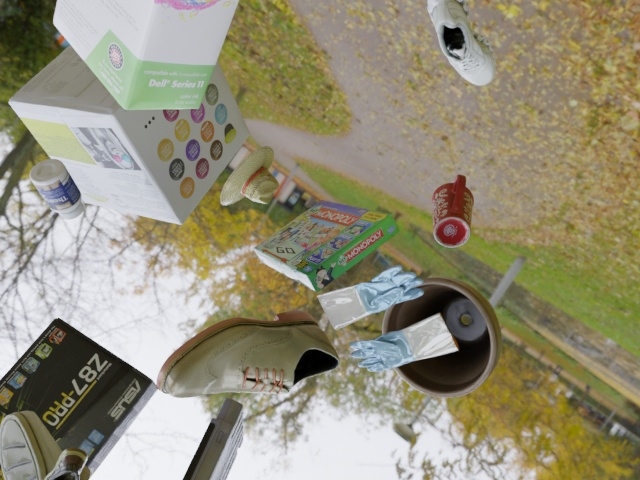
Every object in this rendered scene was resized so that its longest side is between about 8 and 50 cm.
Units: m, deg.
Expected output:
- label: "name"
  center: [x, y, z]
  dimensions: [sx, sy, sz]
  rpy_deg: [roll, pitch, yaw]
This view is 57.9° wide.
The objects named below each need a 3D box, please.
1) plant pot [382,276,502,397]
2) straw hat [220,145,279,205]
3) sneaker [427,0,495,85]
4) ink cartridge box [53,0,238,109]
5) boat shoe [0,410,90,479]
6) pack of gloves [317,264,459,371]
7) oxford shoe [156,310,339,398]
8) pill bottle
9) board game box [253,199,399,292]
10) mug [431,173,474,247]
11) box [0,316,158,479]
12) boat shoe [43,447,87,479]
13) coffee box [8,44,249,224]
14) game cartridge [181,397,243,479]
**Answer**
- label: "plant pot"
  center: [0.305, 0.203, 1.344]
  dimensions: [0.263, 0.263, 0.229]
  rpy_deg: [36, -159, 22]
- label: "straw hat"
  center: [-0.108, -0.098, 1.038]
  dimensions: [0.061, 0.144, 0.144]
  rpy_deg: [41, -177, 9]
- label: "sneaker"
  center: [0.340, -0.459, 1.387]
  dimensions: [0.292, 0.110, 0.118]
  rpy_deg: [38, -136, -43]
- label: "ink cartridge box"
  center: [-0.181, -0.355, 0.667]
  dimensions: [0.119, 0.353, 0.207]
  rpy_deg: [-14, -126, -47]
- label: "boat shoe"
  center: [-0.490, 0.448, 1.068]
  dimensions: [0.103, 0.113, 0.302]
  rpy_deg: [-20, -93, -61]
- label: "pack of gloves"
  center: [0.134, 0.154, 1.151]
  dimensions: [0.195, 0.232, 0.046]
  rpy_deg: [63, -148, -5]
- label: "oxford shoe"
  center: [-0.125, 0.241, 1.153]
  dimensions: [0.397, 0.140, 0.146]
  rpy_deg: [-12, -141, -40]
- label: "pill bottle"
  center: [-0.516, -0.097, 1.144]
  dimensions: [0.067, 0.067, 0.120]
  rpy_deg: [36, 154, 28]
- label: "board game box"
  center: [0.000, 0.000, 1.254]
  dimensions: [0.046, 0.213, 0.317]
  rpy_deg: [60, 163, -21]
- label: "mug"
  center: [0.338, -0.078, 1.505]
  dimensions: [0.169, 0.113, 0.150]
  rpy_deg: [-69, -38, -55]
- label: "box"
  center: [-0.646, 0.431, 1.402]
  dimensions: [0.318, 0.395, 0.097]
  rpy_deg: [30, 153, 11]
- label: "boat shoe"
  center: [-0.428, 0.404, 0.943]
  dimensions: [0.056, 0.152, 0.049]
  rpy_deg: [22, -158, -13]
- label: "coffee box"
  center: [-0.435, -0.289, 1.390]
  dimensions: [0.338, 0.338, 0.334]
  rpy_deg: [11, 144, 27]
- label: "game cartridge"
  center: [-0.262, 0.550, 1.274]
  dimensions: [0.068, 0.355, 0.230]
  rpy_deg: [15, 139, 11]
